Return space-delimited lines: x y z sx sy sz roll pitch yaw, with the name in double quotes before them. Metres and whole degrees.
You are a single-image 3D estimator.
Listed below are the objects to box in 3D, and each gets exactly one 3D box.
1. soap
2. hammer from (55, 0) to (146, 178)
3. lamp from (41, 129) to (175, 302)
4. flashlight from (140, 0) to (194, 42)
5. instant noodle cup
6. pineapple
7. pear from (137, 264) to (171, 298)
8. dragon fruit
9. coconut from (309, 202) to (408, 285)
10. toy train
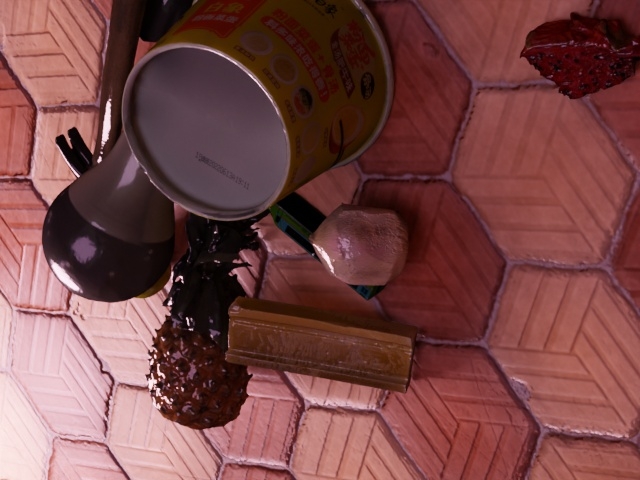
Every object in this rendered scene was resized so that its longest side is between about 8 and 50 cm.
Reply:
"soap" 0.000 0.138 2.006 0.252 0.037 0.092 10 118 6
"hammer" -0.278 -0.202 2.065 0.168 0.044 0.440 39 143 14
"lamp" -0.248 -0.049 2.059 0.314 0.182 0.182 -45 79 18
"flashlight" -0.144 -0.422 1.891 0.103 0.103 0.424 44 132 14
"instant noodle cup" -0.088 -0.178 1.841 0.311 0.221 0.311 14 123 22
"pineapple" -0.160 0.087 2.096 0.165 0.165 0.364 25 123 27
"pear" -0.268 0.046 2.202 0.092 0.097 0.092 2 108 5
"dragon fruit" 0.301 -0.221 1.671 0.131 0.063 0.097 -18 131 42
"coconut" 0.047 0.001 1.913 0.124 0.110 0.110 7 122 -9
"toy train" 0.000 0.000 2.005 0.209 0.044 0.042 39 131 18
